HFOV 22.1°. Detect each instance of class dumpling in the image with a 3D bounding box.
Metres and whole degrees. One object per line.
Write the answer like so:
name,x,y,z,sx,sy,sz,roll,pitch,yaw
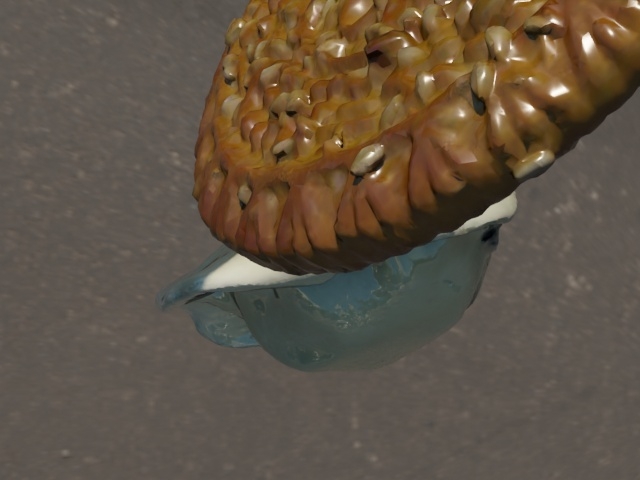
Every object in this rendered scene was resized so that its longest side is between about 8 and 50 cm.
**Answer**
dumpling,0.000,0.000,1.198,0.243,0.318,0.187,-6,74,-19

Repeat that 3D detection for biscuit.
biscuit,0.057,-0.120,0.540,0.038,0.305,0.305,38,96,-23
